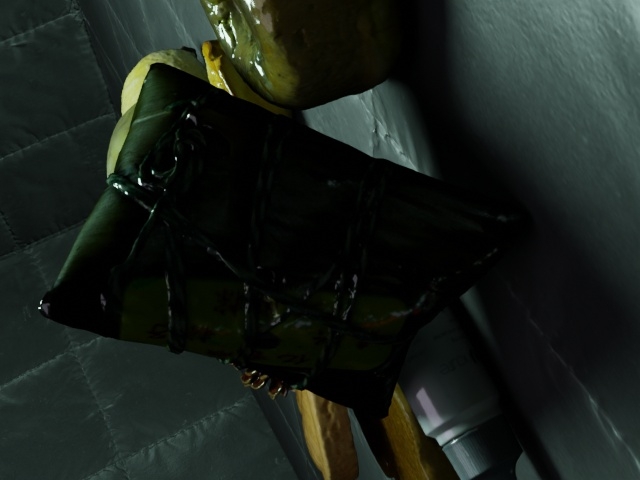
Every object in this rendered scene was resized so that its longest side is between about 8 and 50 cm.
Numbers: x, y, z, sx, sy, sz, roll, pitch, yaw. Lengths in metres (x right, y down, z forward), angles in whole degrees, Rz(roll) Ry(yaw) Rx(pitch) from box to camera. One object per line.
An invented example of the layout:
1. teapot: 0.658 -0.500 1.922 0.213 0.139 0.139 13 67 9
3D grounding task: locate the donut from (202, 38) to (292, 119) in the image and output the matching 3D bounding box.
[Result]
1. donut: -0.095 -0.195 1.425 0.174 0.075 0.190 66 172 -11

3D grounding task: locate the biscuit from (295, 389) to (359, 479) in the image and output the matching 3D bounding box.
1. biscuit: -0.026 0.135 1.577 0.350 0.078 0.455 99 157 -70

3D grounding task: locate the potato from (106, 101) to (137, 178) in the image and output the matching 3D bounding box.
1. potato: -0.206 -0.094 1.600 0.326 0.221 0.243 75 -174 -64

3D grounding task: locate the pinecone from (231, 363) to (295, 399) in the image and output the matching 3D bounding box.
1. pinecone: -0.104 0.184 2.007 0.212 0.168 0.185 55 157 -17

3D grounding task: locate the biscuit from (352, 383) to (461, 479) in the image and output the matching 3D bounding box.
1. biscuit: 0.109 0.248 1.445 0.381 0.074 0.359 64 171 -10

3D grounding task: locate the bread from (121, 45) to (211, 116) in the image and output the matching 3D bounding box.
1. bread: -0.236 -0.210 1.780 0.197 0.197 0.170 82 172 -55

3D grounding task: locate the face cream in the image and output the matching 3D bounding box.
1. face cream: 0.122 0.134 1.109 0.311 0.092 0.092 62 168 17

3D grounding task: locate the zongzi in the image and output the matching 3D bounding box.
1. zongzi: -0.030 0.046 0.998 0.362 0.383 0.319 95 -168 -50

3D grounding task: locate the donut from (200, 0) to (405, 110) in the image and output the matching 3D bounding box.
1. donut: -0.025 -0.217 0.941 0.208 0.128 0.261 66 170 -9
